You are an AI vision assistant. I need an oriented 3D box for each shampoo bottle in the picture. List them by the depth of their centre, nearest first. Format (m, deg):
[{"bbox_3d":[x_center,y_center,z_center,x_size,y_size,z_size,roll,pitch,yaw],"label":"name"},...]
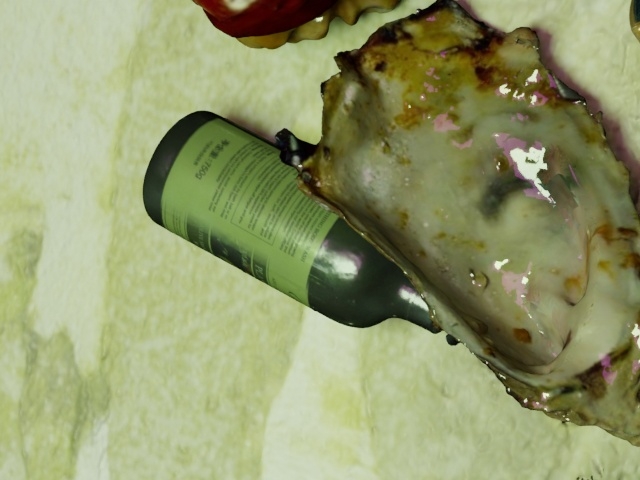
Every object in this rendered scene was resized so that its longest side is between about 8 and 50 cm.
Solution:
[{"bbox_3d":[0.000,0.000,1.383,0.284,0.101,0.101,28,102,21],"label":"shampoo bottle"}]

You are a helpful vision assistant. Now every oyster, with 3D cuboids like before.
[{"bbox_3d":[0.141,-0.015,1.306,0.221,0.096,0.361,-41,77,-16],"label":"oyster"}]

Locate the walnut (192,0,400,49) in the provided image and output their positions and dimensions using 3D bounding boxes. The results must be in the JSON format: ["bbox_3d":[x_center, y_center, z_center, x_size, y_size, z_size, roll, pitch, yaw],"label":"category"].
[{"bbox_3d":[0.002,-0.274,1.333,0.269,0.221,0.244,-37,108,12],"label":"walnut"}]

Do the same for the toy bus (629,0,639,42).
[{"bbox_3d":[0.293,-0.108,1.220,0.103,0.091,0.182,-33,107,23],"label":"toy bus"}]
